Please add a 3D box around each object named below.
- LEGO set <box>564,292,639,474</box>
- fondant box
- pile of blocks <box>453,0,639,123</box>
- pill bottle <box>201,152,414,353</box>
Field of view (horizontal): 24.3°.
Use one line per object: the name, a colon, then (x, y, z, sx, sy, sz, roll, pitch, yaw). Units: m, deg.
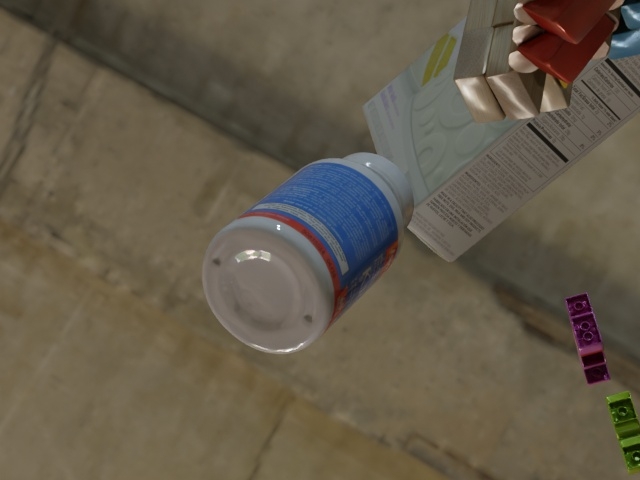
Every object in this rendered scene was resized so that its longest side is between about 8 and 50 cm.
LEGO set: (0.263, 0.151, 1.145, 0.093, 0.087, 0.227, 64, -168, -56)
fondant box: (0.212, -0.165, 1.611, 0.330, 0.096, 0.238, -39, 33, 17)
pile of blocks: (0.172, -0.159, 0.805, 0.362, 0.149, 0.113, 107, 179, -56)
pill bottle: (0.000, 0.000, 1.312, 0.221, 0.124, 0.124, -41, -24, -53)
